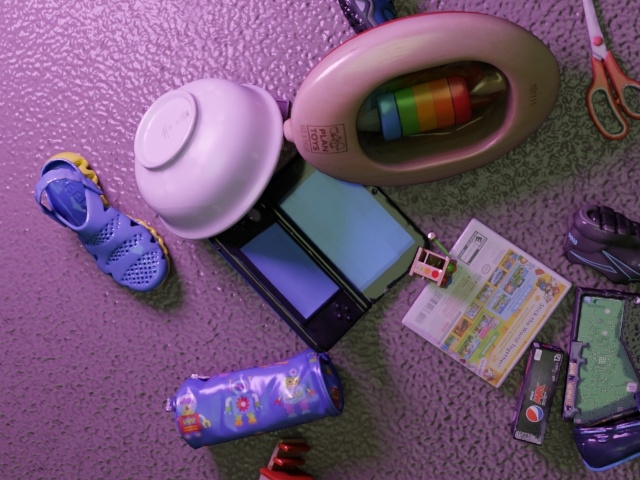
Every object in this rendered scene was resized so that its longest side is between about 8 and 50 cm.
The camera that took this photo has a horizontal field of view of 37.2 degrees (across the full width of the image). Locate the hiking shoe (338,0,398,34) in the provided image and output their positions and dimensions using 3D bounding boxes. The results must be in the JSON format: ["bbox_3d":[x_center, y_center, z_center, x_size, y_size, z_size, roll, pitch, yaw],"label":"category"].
[{"bbox_3d":[0.084,-0.445,1.614,0.132,0.113,0.304,-33,96,-1],"label":"hiking shoe"}]

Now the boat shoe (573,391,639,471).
[{"bbox_3d":[0.533,0.285,1.541,0.258,0.109,0.089,-30,86,8],"label":"boat shoe"}]

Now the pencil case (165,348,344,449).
[{"bbox_3d":[-0.113,0.280,1.700,0.306,0.119,0.133,-14,82,10],"label":"pencil case"}]

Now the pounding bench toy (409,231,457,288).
[{"bbox_3d":[0.203,0.034,1.638,0.065,0.052,0.083,22,93,24],"label":"pounding bench toy"}]

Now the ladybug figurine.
[{"bbox_3d":[0.157,-0.241,1.555,0.449,0.162,0.305,-10,133,-1],"label":"ladybug figurine"}]

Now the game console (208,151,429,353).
[{"bbox_3d":[0.000,0.000,1.638,0.293,0.250,0.173,46,126,3],"label":"game console"}]

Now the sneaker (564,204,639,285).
[{"bbox_3d":[0.541,0.024,1.600,0.267,0.101,0.106,19,125,2],"label":"sneaker"}]

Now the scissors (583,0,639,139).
[{"bbox_3d":[0.463,-0.315,1.607,0.109,0.021,0.297,-28,91,12],"label":"scissors"}]

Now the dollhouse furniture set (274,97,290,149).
[{"bbox_3d":[-0.120,-0.211,1.679,0.114,0.081,0.091,8,96,8],"label":"dollhouse furniture set"}]

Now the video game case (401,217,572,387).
[{"bbox_3d":[0.290,0.110,1.668,0.206,0.026,0.227,34,98,5],"label":"video game case"}]

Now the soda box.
[{"bbox_3d":[0.375,0.264,1.649,0.053,0.060,0.169,14,96,7],"label":"soda box"}]

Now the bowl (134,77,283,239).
[{"bbox_3d":[-0.216,-0.159,1.594,0.298,0.134,0.297,-19,58,33],"label":"bowl"}]

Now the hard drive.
[{"bbox_3d":[0.592,0.213,1.608,0.339,0.064,0.236,5,95,8],"label":"hard drive"}]

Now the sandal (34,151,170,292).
[{"bbox_3d":[-0.405,-0.026,1.714,0.317,0.138,0.126,43,98,2],"label":"sandal"}]

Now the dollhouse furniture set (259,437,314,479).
[{"bbox_3d":[0.010,0.461,1.639,0.259,0.262,0.135,26,97,38],"label":"dollhouse furniture set"}]
